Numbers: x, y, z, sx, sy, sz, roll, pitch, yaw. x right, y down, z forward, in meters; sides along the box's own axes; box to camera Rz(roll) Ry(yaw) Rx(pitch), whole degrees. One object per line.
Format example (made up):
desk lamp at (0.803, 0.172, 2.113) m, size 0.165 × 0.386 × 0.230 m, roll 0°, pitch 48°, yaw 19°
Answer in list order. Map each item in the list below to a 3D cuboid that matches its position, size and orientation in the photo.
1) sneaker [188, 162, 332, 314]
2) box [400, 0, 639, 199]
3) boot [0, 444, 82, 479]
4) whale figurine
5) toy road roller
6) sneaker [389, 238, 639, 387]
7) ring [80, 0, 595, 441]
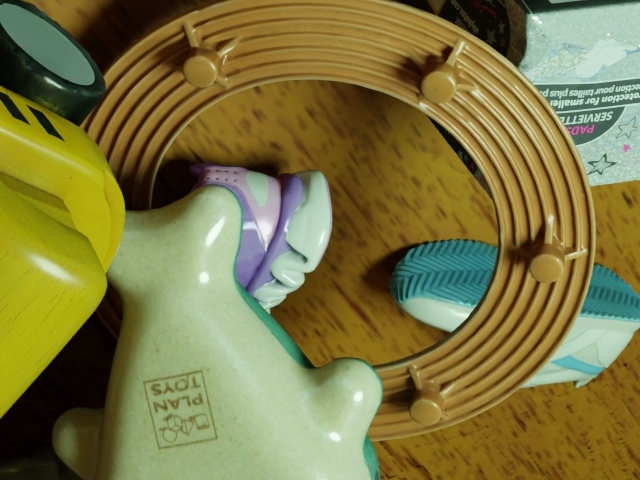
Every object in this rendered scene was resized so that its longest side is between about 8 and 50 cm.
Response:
sneaker at (-0.087, 0.034, 1.274) m, size 0.104 × 0.095 × 0.236 m, roll 18°, pitch 125°, yaw -21°
box at (0.194, -0.134, 1.215) m, size 0.247 × 0.163 × 0.142 m, roll -9°, pitch 130°, yaw -21°
boot at (-0.204, 0.157, 1.260) m, size 0.222 × 0.118 × 0.338 m, roll -17°, pitch 150°, yaw 12°
whale figurine at (-0.059, 0.099, 1.168) m, size 0.216 × 0.141 × 0.272 m, roll -14°, pitch 97°, yaw 19°
toy road roller at (-0.250, -0.034, 1.007) m, size 0.329 × 0.240 × 0.202 m, roll 26°, pitch 113°, yaw -42°
sneaker at (0.143, 0.063, 1.423) m, size 0.228 × 0.087 × 0.092 m, roll 12°, pitch 124°, yaw -34°
ring at (0.000, 0.000, 1.167) m, size 0.336 × 0.032 × 0.337 m, roll 4°, pitch 124°, yaw 7°
